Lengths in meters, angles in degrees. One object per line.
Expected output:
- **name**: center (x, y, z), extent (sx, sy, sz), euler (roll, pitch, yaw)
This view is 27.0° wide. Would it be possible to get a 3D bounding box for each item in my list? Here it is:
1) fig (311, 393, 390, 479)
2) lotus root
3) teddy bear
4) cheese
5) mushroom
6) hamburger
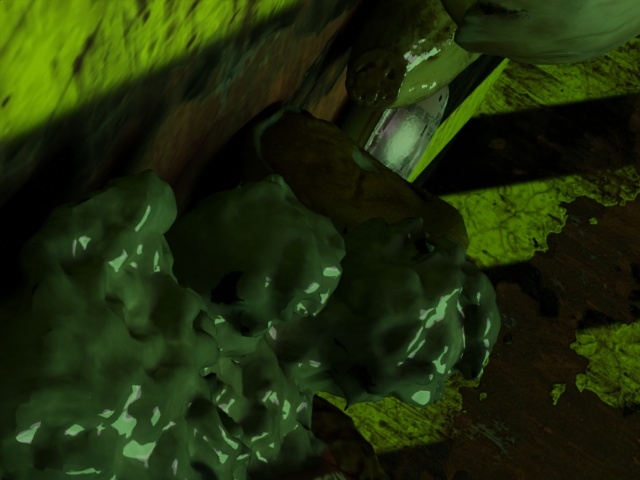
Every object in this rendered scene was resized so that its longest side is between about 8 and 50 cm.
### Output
- **fig**: center (-0.096, 0.266, 1.301), extent (0.286, 0.286, 0.369), euler (-57, 151, 2)
- **lotus root**: center (0.100, -0.184, 1.033), extent (0.258, 0.097, 0.110), euler (-41, 158, -42)
- **teddy bear**: center (-0.082, 0.125, 0.640), extent (0.357, 0.224, 0.367), euler (-64, 167, 3)
- **cheese**: center (0.084, -0.138, 1.242), extent (0.286, 0.074, 0.189), euler (-60, 175, 1)
- **mushroom**: center (0.149, -0.217, 0.792), extent (0.255, 0.184, 0.255), euler (-53, 174, -8)
- **hamburger**: center (0.000, 0.000, 0.880), extent (0.185, 0.177, 0.113), euler (6, 128, -34)
